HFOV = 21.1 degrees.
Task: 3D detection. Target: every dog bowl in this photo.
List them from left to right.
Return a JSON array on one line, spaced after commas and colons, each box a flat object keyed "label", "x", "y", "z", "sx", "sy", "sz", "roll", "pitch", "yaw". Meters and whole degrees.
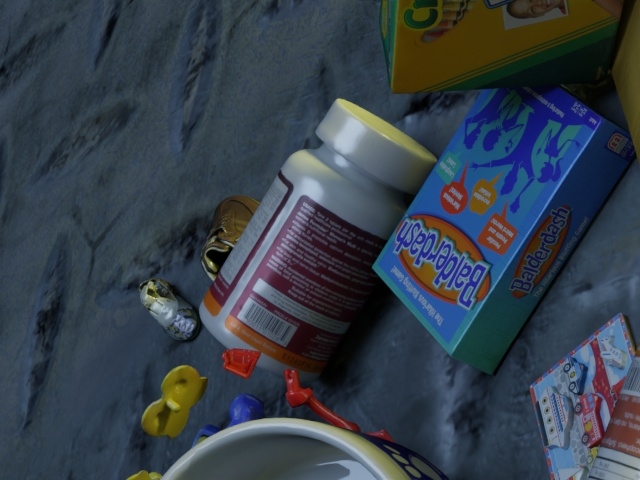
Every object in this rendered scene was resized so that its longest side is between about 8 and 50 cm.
[{"label": "dog bowl", "x": -0.011, "y": 0.259, "z": 1.195, "sx": 0.265, "sy": 0.104, "sz": 0.264, "roll": -8, "pitch": 75, "yaw": 32}]

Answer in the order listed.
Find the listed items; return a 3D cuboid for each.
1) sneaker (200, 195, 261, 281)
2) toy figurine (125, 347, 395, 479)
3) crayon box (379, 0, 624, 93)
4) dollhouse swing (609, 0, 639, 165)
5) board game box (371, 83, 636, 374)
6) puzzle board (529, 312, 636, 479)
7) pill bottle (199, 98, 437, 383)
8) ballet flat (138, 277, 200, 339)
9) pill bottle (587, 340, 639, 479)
[{"label": "sneaker", "x": -0.080, "y": 0.005, "z": 1.620, "sx": 0.066, "sy": 0.071, "sz": 0.188, "roll": -54, "pitch": 32, "yaw": 17}, {"label": "toy figurine", "x": -0.079, "y": 0.259, "z": 1.422, "sx": 0.217, "sy": 0.191, "sz": 0.362, "roll": -64, "pitch": -5, "yaw": -85}, {"label": "crayon box", "x": 0.131, "y": -0.224, "z": 1.193, "sx": 0.278, "sy": 0.165, "sz": 0.081, "roll": 91, "pitch": 174, "yaw": -54}, {"label": "dollhouse swing", "x": 0.351, "y": -0.193, "z": 1.107, "sx": 0.315, "sy": 0.305, "sz": 0.346, "roll": -11, "pitch": 46, "yaw": 4}, {"label": "board game box", "x": 0.138, "y": -0.025, "z": 1.325, "sx": 0.210, "sy": 0.047, "sz": 0.160, "roll": -59, "pitch": 31, "yaw": 11}, {"label": "puzzle board", "x": 0.186, "y": 0.124, "z": 1.177, "sx": 0.096, "sy": 0.011, "sz": 0.128, "roll": -43, "pitch": 36, "yaw": 32}, {"label": "pill bottle", "x": 0.000, "y": 0.000, "z": 1.449, "sx": 0.221, "sy": 0.121, "sz": 0.121, "roll": -58, "pitch": 31, "yaw": 10}, {"label": "ballet flat", "x": -0.158, "y": 0.068, "z": 1.728, "sx": 0.041, "sy": 0.041, "sz": 0.114, "roll": -61, "pitch": 31, "yaw": 7}, {"label": "pill bottle", "x": 0.211, "y": 0.165, "z": 0.999, "sx": 0.121, "sy": 0.121, "sz": 0.216, "roll": 13, "pitch": 80, "yaw": 59}]
